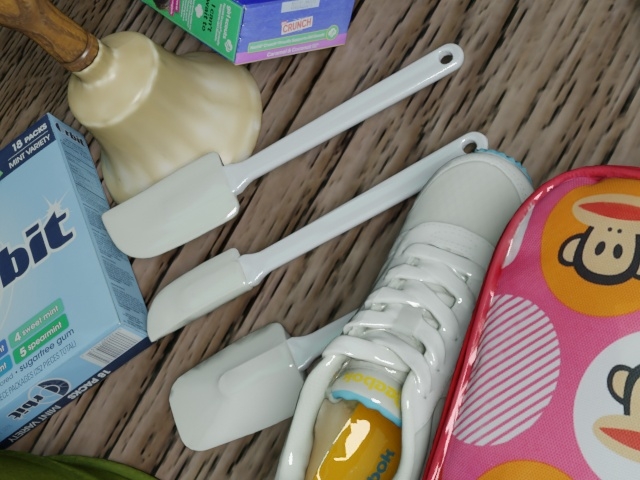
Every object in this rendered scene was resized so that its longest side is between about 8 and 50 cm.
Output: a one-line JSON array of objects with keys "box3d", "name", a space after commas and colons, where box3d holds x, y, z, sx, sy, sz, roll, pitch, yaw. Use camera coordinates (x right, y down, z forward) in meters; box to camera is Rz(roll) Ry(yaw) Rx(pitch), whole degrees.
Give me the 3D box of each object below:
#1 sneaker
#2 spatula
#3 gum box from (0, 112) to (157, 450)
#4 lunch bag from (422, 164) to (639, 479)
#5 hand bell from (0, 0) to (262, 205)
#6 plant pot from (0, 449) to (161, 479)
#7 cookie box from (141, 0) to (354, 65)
[{"box3d": [0.048, 0.057, 0.537, 0.087, 0.092, 0.228, 18, 79, 24], "name": "sneaker"}, {"box3d": [0.000, 0.000, 0.634, 0.242, 0.019, 0.168, -27, 64, 10], "name": "spatula"}, {"box3d": [-0.203, 0.030, 0.726, 0.157, 0.041, 0.184, -35, 54, 13], "name": "gum box"}, {"box3d": [0.185, 0.116, 0.431, 0.293, 0.120, 0.258, 14, 80, 32], "name": "lunch bag"}, {"box3d": [-0.148, -0.115, 0.642, 0.126, 0.242, 0.126, -13, 62, 25], "name": "hand bell"}, {"box3d": [-0.250, 0.235, 0.466, 0.367, 0.353, 0.366, -12, 63, 24], "name": "plant pot"}, {"box3d": [-0.048, -0.155, 0.699, 0.107, 0.092, 0.040, 37, 130, 37], "name": "cookie box"}]
